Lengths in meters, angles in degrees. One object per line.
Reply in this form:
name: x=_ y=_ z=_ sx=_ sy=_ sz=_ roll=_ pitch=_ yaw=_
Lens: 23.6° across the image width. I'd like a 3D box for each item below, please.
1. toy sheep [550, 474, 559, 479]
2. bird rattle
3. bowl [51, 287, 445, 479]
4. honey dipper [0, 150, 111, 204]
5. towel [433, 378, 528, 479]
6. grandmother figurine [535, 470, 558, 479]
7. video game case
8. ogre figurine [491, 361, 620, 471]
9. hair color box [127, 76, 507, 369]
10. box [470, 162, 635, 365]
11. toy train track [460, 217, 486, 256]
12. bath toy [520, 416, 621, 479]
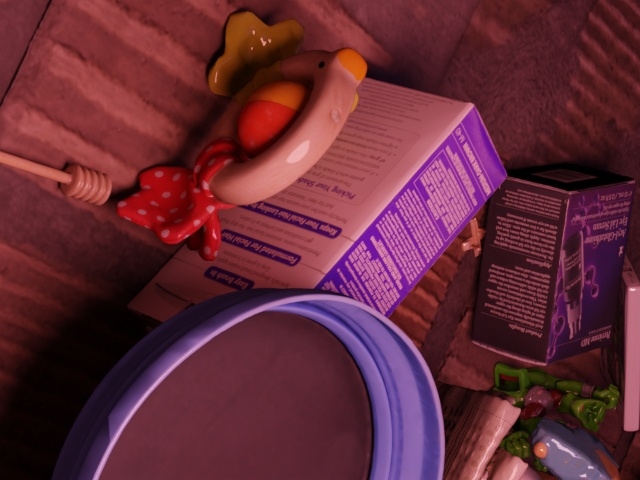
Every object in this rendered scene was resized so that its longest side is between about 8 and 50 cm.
toy sheep: x=0.291 y=0.357 z=1.930 sx=0.091 sy=0.091 sz=0.132 roll=-15 pitch=114 yaw=-40
bird rattle: x=-0.061 y=-0.098 z=1.373 sx=0.143 sy=0.207 sz=0.253 roll=51 pitch=58 yaw=-22
bowl: x=-0.061 y=0.223 z=1.298 sx=0.391 sy=0.077 sz=0.391 roll=-16 pitch=115 yaw=-37
honey dipper: x=-0.251 y=-0.062 z=1.314 sx=0.160 sy=0.030 sz=0.030 roll=17 pitch=92 yaw=-43
towel: x=0.098 y=0.296 z=1.589 sx=0.056 sy=0.312 sz=0.324 roll=26 pitch=85 yaw=-11
grandmother figurine: x=0.249 y=0.458 z=1.879 sx=0.104 sy=0.207 sz=0.342 roll=-73 pitch=152 yaw=-68
video game case: x=0.368 y=0.111 z=1.885 sx=0.022 sy=0.173 sz=0.190 roll=-2 pitch=111 yaw=0
ogre figurine: x=0.255 y=0.201 z=1.822 sx=0.197 sy=0.118 sz=0.097 roll=-40 pitch=132 yaw=-26
hair color box: x=0.000 y=0.000 z=1.461 sx=0.339 sy=0.185 sz=0.110 roll=-47 pitch=130 yaw=-21
box: x=0.269 y=0.025 z=1.773 sx=0.153 sy=0.108 sz=0.207 roll=-12 pitch=112 yaw=-49
toy train track: x=0.194 y=-0.010 z=1.766 sx=0.083 sy=0.014 sz=0.048 roll=-32 pitch=124 yaw=-33
bath toy: x=0.178 y=0.345 z=1.717 sx=0.348 sy=0.151 sz=0.129 roll=-42 pitch=-179 yaw=15
